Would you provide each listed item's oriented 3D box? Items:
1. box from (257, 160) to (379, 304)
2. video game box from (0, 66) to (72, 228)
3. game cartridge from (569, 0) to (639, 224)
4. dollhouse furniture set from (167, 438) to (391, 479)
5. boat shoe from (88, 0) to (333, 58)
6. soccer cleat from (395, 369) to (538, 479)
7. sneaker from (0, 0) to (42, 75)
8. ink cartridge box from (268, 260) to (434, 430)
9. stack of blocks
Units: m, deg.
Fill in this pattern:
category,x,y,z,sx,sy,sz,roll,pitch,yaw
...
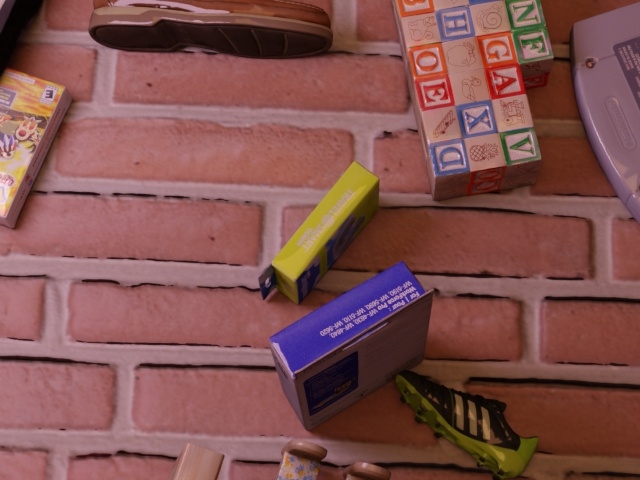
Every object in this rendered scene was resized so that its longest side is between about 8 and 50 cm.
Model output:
category,x,y,z,sx,sy,sz,roll,pitch,yaw
box,0.000,0.000,1.764,0.042,0.109,0.178,37,77,12
video game box,-0.438,-0.133,1.866,0.205,0.048,0.187,18,75,9
game cartridge,0.419,-0.151,1.826,0.196,0.060,0.294,-17,71,-6
dollhouse furniture set,-0.053,0.313,1.610,0.242,0.161,0.212,19,73,-4
boat shoe,-0.133,-0.294,1.870,0.307,0.110,0.104,5,73,5
soccer cleat,0.165,0.199,1.721,0.179,0.060,0.072,38,67,7
sneaker,-0.415,-0.294,1.874,0.097,0.084,0.234,14,53,7
ink cartridge box,0.034,0.110,1.607,0.165,0.332,0.065,-30,76,-8
stack of blocks,0.192,-0.211,1.837,0.171,0.087,0.297,-10,71,-1
